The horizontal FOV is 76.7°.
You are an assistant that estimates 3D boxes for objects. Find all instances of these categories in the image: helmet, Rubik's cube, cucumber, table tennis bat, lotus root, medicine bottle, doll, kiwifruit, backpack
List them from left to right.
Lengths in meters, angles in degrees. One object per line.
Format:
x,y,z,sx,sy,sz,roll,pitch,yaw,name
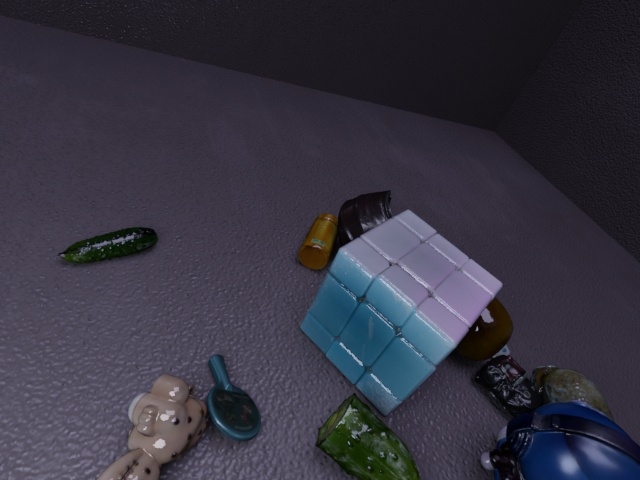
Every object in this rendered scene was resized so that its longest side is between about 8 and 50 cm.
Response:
-0.519,0.012,1.003,0.227,0.069,0.069,-17,54,-37,cucumber
-0.293,0.356,0.661,0.119,0.154,0.278,8,34,22,doll
-0.190,0.319,0.831,0.124,0.033,0.201,29,17,-46,table tennis bat
0.000,0.000,1.283,0.096,0.096,0.192,25,38,-1,medicine bottle
0.144,-0.019,1.291,0.176,0.306,0.225,-4,52,3,helmet
0.116,0.436,0.821,0.244,0.134,0.134,38,39,11,cucumber
0.193,0.166,1.017,0.316,0.322,0.318,42,42,19,Rubik's cube
0.436,0.228,1.188,0.195,0.196,0.234,-15,50,-40,kiwifruit
0.521,0.396,1.107,0.119,0.106,0.165,-16,51,-45,backpack
0.511,0.474,0.844,0.284,0.310,0.240,32,40,8,doll
0.676,0.483,1.044,0.174,0.175,0.350,14,42,-15,lotus root

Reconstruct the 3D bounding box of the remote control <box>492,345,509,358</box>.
0.502,0.278,1.291,0.073,0.044,0.229,-19,63,-29,remote control
